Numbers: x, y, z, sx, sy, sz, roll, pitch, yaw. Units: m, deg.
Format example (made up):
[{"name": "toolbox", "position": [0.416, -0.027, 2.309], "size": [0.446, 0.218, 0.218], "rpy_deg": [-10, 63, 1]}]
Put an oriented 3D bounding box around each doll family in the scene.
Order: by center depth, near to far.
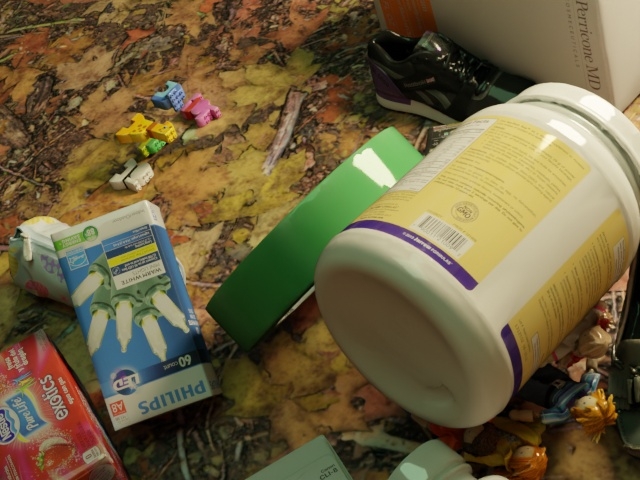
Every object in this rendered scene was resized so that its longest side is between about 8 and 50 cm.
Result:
[{"name": "doll family", "position": [0.231, 0.180, 1.200], "size": [0.263, 0.118, 0.163], "rpy_deg": [-37, 27, -15]}]

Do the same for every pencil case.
[{"name": "pencil case", "position": [-0.319, 0.043, 1.553], "size": [0.273, 0.124, 0.113], "rpy_deg": [16, 54, 33]}]

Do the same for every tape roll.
[{"name": "tape roll", "position": [0.000, 0.000, 1.339], "size": [0.077, 0.321, 0.321], "rpy_deg": [46, 69, 2]}]

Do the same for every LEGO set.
[{"name": "LEGO set", "position": [-0.247, -0.177, 1.772], "size": [0.093, 0.087, 0.227], "rpy_deg": [18, 57, 36]}]

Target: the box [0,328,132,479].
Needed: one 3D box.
[{"name": "box", "position": [-0.329, 0.247, 1.346], "size": [0.123, 0.128, 0.257], "rpy_deg": [-32, 44, -10]}]

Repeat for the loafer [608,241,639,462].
[{"name": "loafer", "position": [0.354, 0.106, 1.200], "size": [0.096, 0.084, 0.267], "rpy_deg": [-12, 52, 43]}]

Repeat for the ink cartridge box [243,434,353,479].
[{"name": "ink cartridge box", "position": [-0.002, 0.314, 1.107], "size": [0.128, 0.176, 0.127], "rpy_deg": [-30, 43, -8]}]

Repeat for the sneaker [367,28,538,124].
[{"name": "sneaker", "position": [0.188, -0.244, 1.628], "size": [0.283, 0.124, 0.107], "rpy_deg": [14, 54, 32]}]

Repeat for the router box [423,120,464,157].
[{"name": "router box", "position": [0.211, -0.134, 1.558], "size": [0.122, 0.038, 0.092], "rpy_deg": [-8, 32, 16]}]

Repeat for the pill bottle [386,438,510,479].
[{"name": "pill bottle", "position": [0.166, 0.301, 1.050], "size": [0.131, 0.131, 0.229], "rpy_deg": [-41, 59, -19]}]

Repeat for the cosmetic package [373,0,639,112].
[{"name": "cosmetic package", "position": [0.281, -0.370, 1.642], "size": [0.453, 0.230, 0.161], "rpy_deg": [26, 61, 40]}]

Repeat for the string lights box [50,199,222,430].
[{"name": "string lights box", "position": [-0.232, 0.095, 1.393], "size": [0.133, 0.077, 0.259], "rpy_deg": [-21, 83, 2]}]

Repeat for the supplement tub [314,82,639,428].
[{"name": "supplement tub", "position": [0.181, 0.007, 1.151], "size": [0.241, 0.241, 0.331], "rpy_deg": [25, 54, 39]}]
